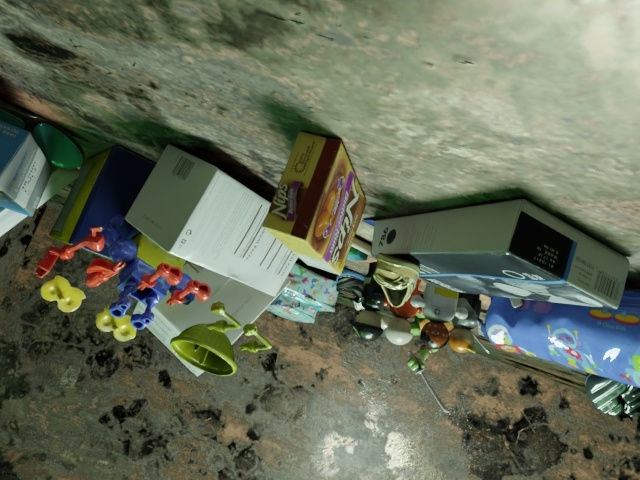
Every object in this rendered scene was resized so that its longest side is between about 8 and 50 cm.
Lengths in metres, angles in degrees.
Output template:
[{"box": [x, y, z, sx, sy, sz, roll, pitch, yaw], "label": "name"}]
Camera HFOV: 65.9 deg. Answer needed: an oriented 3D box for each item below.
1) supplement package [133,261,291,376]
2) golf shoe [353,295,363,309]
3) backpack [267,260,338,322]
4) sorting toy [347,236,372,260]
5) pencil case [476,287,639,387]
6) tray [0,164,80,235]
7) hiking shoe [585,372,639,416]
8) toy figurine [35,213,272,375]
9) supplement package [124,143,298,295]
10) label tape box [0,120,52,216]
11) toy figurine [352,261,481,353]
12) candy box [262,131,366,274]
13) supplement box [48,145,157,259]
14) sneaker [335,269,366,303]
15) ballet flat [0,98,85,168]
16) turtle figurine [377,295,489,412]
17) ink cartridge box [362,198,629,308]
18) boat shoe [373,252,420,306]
[{"box": [-0.239, 0.125, 1.096, 0.204, 0.262, 0.145, 45, 144, -1], "label": "supplement package"}, {"box": [0.139, 0.176, 1.511, 0.067, 0.086, 0.186, 21, 169, 1], "label": "golf shoe"}, {"box": [-0.066, 0.165, 1.597, 0.253, 0.191, 0.225, 17, 166, -22], "label": "backpack"}, {"box": [0.000, 0.000, 0.963, 0.193, 0.038, 0.208, 26, 169, -34], "label": "sorting toy"}, {"box": [0.353, 0.111, 0.630, 0.133, 0.119, 0.306, 46, 161, -23], "label": "pencil case"}, {"box": [-0.600, -0.096, 0.908, 0.145, 0.270, 0.030, 44, 152, -7], "label": "tray"}, {"box": [0.519, 0.162, 0.671, 0.303, 0.132, 0.113, 1, 129, 13], "label": "hiking shoe"}, {"box": [-0.246, 0.048, 0.836, 0.191, 0.217, 0.362, -35, 122, 28], "label": "toy figurine"}, {"box": [-0.152, -0.024, 0.789, 0.139, 0.134, 0.244, 29, 178, 37], "label": "supplement package"}, {"box": [-0.559, -0.148, 0.729, 0.240, 0.106, 0.333, 22, 167, -17], "label": "label tape box"}, {"box": [0.188, 0.138, 0.941, 0.209, 0.148, 0.213, 7, 169, 35], "label": "toy figurine"}, {"box": [0.003, -0.033, 0.571, 0.053, 0.109, 0.187, 18, 171, 16], "label": "candy box"}, {"box": [-0.413, -0.054, 1.038, 0.195, 0.194, 0.356, 27, 169, -32], "label": "supplement box"}, {"box": [0.128, 0.142, 1.364, 0.188, 0.078, 0.067, 19, 170, -9], "label": "sneaker"}, {"box": [-0.523, -0.202, 0.879, 0.213, 0.072, 0.068, 31, -167, -44], "label": "ballet flat"}, {"box": [0.275, 0.237, 1.271, 0.266, 0.275, 0.198, 24, 136, -3], "label": "turtle figurine"}, {"box": [0.185, 0.020, 0.637, 0.165, 0.065, 0.332, 23, 171, -20], "label": "ink cartridge box"}, {"box": [0.100, 0.055, 0.662, 0.056, 0.048, 0.153, 18, 169, 16], "label": "boat shoe"}]
